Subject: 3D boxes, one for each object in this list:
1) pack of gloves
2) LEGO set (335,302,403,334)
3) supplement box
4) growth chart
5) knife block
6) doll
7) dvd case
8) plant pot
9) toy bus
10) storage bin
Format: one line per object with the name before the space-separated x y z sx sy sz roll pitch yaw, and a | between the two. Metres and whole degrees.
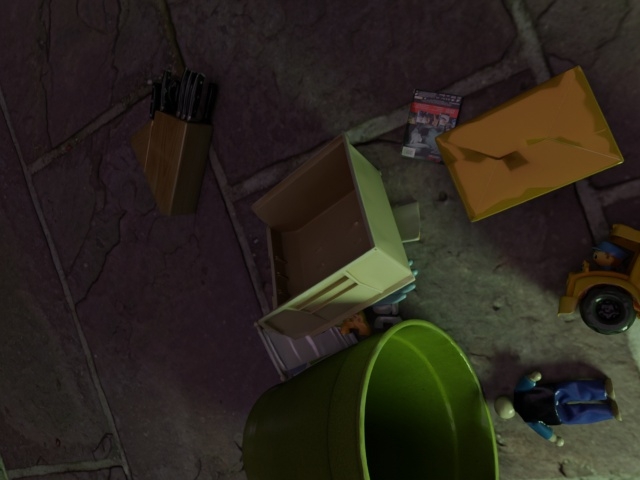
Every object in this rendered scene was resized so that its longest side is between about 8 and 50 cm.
pack of gloves | 0.064 0.027 0.852 0.232 0.046 0.195 -13 56 29
LEGO set | 0.040 0.126 0.902 0.227 0.087 0.093 -1 93 19
supplement box | 0.297 -0.130 0.679 0.191 0.194 0.129 -24 87 28
growth chart | -0.026 0.222 1.002 0.237 0.021 0.172 -24 87 28
knife block | -0.293 -0.222 1.029 0.242 0.088 0.276 -26 85 29
doll | 0.388 0.278 0.783 0.189 0.046 0.129 -14 91 28
dvd case | 0.194 -0.199 0.825 0.087 0.013 0.119 17 104 24
plant pot | 0.057 0.352 0.823 0.353 0.366 0.366 -23 87 40
toy bus | 0.465 0.036 0.660 0.220 0.149 0.211 5 87 29
storage bin | 0.000 0.000 0.819 0.260 0.123 0.262 -34 45 26
